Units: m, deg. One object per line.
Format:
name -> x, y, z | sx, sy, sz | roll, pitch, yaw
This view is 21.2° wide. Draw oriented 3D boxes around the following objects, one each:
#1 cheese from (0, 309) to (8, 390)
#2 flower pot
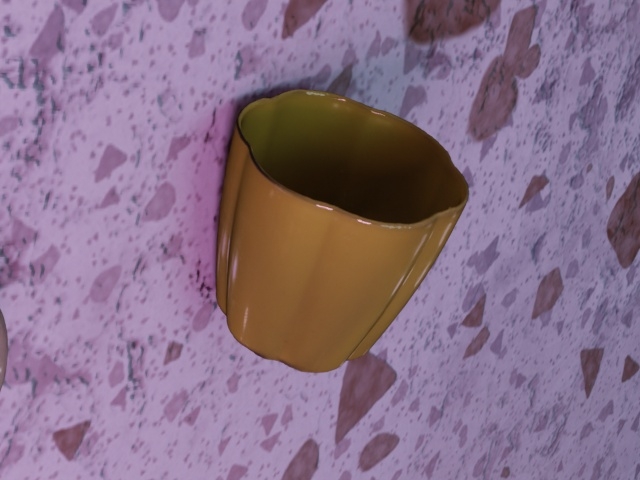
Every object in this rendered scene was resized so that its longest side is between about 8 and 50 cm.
cheese -> -0.282, 0.096, 1.099 | 0.227, 0.064, 0.137 | -25, 123, -65
flower pot -> 0.000, 0.000, 1.398 | 0.195, 0.195, 0.179 | -21, 140, -48
